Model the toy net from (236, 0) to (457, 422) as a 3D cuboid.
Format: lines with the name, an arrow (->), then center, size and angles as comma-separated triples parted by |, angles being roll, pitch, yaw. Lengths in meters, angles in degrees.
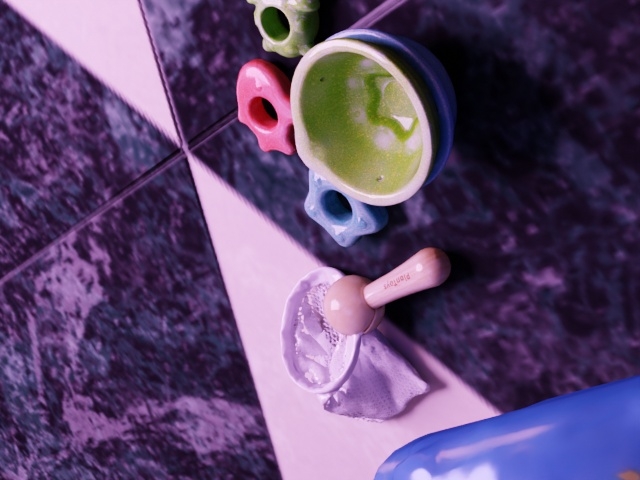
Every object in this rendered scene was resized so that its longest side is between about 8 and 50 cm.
toy net -> 0.000, 0.000, 0.502 | 0.122, 0.045, 0.232 | 27, 134, 26

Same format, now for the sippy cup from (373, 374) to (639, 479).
sippy cup -> 0.121, 0.154, 0.356 | 0.305, 0.240, 0.224 | -27, 75, 49
